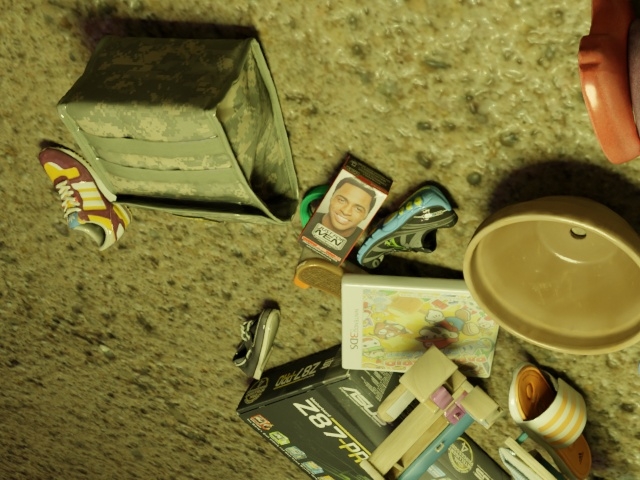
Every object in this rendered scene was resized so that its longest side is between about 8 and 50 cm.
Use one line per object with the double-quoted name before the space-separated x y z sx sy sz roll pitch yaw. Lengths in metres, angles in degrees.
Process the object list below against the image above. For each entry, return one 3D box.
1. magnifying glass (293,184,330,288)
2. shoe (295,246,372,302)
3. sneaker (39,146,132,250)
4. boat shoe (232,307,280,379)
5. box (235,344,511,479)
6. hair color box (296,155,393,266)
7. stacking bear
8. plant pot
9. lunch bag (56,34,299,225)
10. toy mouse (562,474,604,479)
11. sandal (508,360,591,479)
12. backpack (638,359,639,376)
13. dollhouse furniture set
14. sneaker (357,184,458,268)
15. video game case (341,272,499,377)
"magnifying glass" 0.000 0.000 1.453 0.092 0.026 0.231 28 140 3
"shoe" 0.053 0.065 1.453 0.077 0.058 0.219 -34 129 30
"sneaker" -0.387 -0.067 1.578 0.185 0.084 0.070 45 140 -18
"boat shoe" -0.114 0.172 1.677 0.065 0.075 0.206 23 147 4
"box" 0.091 0.359 1.734 0.395 0.097 0.318 45 137 -18
"hair color box" 0.032 -0.038 1.339 0.072 0.043 0.141 30 125 -3
"stacking bear" 0.404 -0.164 0.902 0.289 0.175 0.164 -6 128 28
"plant pot" 0.302 0.023 1.207 0.237 0.109 0.237 17 140 15
"lunch bag" -0.172 -0.119 1.318 0.235 0.168 0.287 7 144 23
"toy mouse" 0.452 0.428 1.627 0.143 0.031 0.161 14 140 20
"sandal" 0.364 0.266 1.458 0.076 0.102 0.265 -10 135 39
"backpack" 0.515 0.158 1.155 0.263 0.213 0.276 6 140 44
"dollhouse furniture set" 0.229 0.351 1.393 0.303 0.198 0.286 42 177 30
"sneaker" 0.115 -0.003 1.335 0.078 0.067 0.188 43 138 -7
"video game case" 0.144 0.128 1.442 0.227 0.026 0.206 3 138 4
